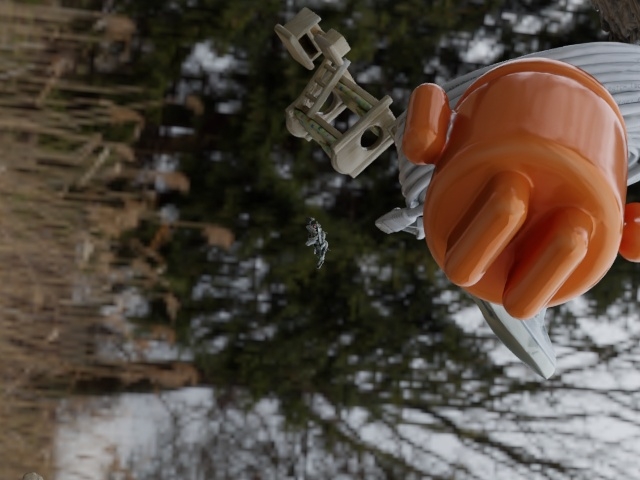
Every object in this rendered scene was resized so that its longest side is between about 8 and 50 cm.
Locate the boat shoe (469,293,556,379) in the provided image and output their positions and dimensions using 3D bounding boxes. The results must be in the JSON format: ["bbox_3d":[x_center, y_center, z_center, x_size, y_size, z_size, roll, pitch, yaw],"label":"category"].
[{"bbox_3d":[0.228,0.066,1.525,0.227,0.081,0.079,54,-10,-29],"label":"boat shoe"}]

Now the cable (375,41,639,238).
[{"bbox_3d":[0.192,-0.087,1.144,0.257,0.257,0.089,138,-58,-62],"label":"cable"}]

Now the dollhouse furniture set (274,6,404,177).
[{"bbox_3d":[0.023,-0.153,1.512,0.182,0.101,0.161,42,-7,45],"label":"dollhouse furniture set"}]

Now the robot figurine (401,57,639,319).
[{"bbox_3d":[0.139,-0.039,0.869,0.219,0.158,0.128,-67,150,-55],"label":"robot figurine"}]

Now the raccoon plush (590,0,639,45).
[{"bbox_3d":[0.478,-0.347,1.616,0.446,0.299,0.216,71,-7,-55],"label":"raccoon plush"}]

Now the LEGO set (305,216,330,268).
[{"bbox_3d":[0.000,-0.003,1.414,0.083,0.024,0.054,-83,162,-67],"label":"LEGO set"}]

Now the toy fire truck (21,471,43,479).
[{"bbox_3d":[-0.281,0.320,1.075,0.246,0.158,0.217,-43,-167,-14],"label":"toy fire truck"}]
